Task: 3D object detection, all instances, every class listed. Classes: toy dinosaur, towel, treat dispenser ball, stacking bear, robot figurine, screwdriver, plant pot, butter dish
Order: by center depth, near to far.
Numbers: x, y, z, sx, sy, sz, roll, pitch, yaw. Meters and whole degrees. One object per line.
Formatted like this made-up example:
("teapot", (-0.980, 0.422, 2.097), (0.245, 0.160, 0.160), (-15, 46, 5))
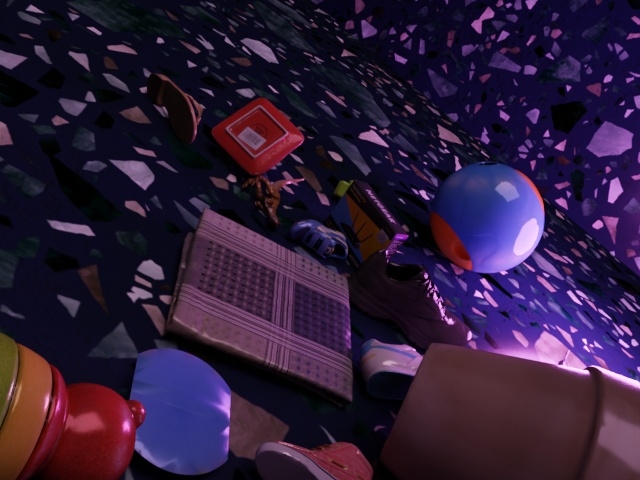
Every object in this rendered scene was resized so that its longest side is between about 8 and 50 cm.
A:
("stacking bear", (-0.305, 0.160, 0.549), (0.289, 0.176, 0.164), (30, -16, -36))
("plant pot", (0.247, 0.285, 0.848), (0.280, 0.323, 0.323), (25, 25, 14))
("towel", (-0.089, 0.104, 1.005), (0.324, 0.056, 0.312), (28, 31, -18))
("toy dinosaur", (-0.107, -0.098, 1.298), (0.112, 0.064, 0.212), (44, 32, -24))
("butter dish", (-0.142, -0.215, 1.374), (0.160, 0.118, 0.160), (-39, 73, -20))
("screwdriver", (0.606, 0.293, 1.501), (0.170, 0.024, 0.025), (-24, 91, -61))
("robot figurine", (0.092, -0.105, 1.502), (0.115, 0.067, 0.101), (29, -2, -11))
("treat dispenser ball", (0.428, -0.059, 1.567), (0.288, 0.288, 0.288), (27, 28, -16))

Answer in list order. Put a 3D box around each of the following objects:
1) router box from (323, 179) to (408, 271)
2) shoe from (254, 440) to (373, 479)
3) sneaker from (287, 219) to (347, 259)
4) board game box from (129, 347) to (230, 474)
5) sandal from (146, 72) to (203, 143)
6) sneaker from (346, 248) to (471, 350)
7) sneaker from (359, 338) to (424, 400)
("router box", (0.094, -0.024, 1.305), (0.046, 0.133, 0.179), (8, 37, -43))
("shoe", (-0.004, 0.292, 0.779), (0.178, 0.063, 0.081), (35, 25, -13))
("sneaker", (0.000, 0.000, 1.251), (0.144, 0.053, 0.059), (17, 35, -30))
("board game box", (-0.177, 0.213, 0.741), (0.133, 0.033, 0.169), (27, 33, -26))
("sandal", (-0.302, -0.300, 1.349), (0.079, 0.088, 0.240), (-5, 42, -43))
("sneaker", (0.192, 0.121, 1.192), (0.286, 0.130, 0.109), (29, 26, -14))
("sneaker", (0.170, 0.231, 1.041), (0.228, 0.087, 0.092), (23, 28, -26))
